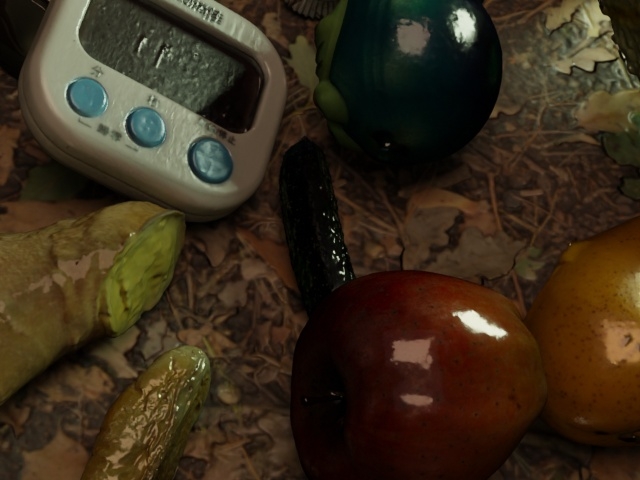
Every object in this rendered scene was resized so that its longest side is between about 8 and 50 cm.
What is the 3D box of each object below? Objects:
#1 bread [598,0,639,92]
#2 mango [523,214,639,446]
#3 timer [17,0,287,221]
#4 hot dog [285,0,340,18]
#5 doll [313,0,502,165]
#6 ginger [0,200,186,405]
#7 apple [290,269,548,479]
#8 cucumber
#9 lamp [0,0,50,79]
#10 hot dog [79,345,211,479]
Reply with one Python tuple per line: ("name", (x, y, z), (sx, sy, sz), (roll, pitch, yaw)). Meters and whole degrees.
("bread", (0.471, -0.207, 1.385), (0.239, 0.264, 0.395), (-43, 98, -17))
("mango", (0.310, 0.079, 1.331), (0.191, 0.160, 0.290), (27, 50, 18))
("timer", (-0.165, -0.149, 1.410), (0.262, 0.087, 0.237), (28, 55, -20))
("hot dog", (-0.015, -0.336, 1.598), (0.108, 0.059, 0.191), (-17, 67, -8))
("doll", (0.097, -0.209, 1.447), (0.186, 0.198, 0.322), (0, 59, 24))
("ginger", (-0.273, 0.060, 1.295), (0.354, 0.126, 0.190), (-24, 54, -22))
("apple", (0.083, 0.129, 1.228), (0.234, 0.234, 0.234), (3, 59, -5))
("cucumber", (-0.003, 0.001, 1.394), (0.067, 0.067, 0.245), (-10, 58, -12))
("lamp", (-0.346, -0.122, 1.399), (0.203, 0.124, 0.283), (32, 63, 2))
("hot dog", (-0.167, 0.198, 1.241), (0.073, 0.084, 0.243), (19, 60, 4))
